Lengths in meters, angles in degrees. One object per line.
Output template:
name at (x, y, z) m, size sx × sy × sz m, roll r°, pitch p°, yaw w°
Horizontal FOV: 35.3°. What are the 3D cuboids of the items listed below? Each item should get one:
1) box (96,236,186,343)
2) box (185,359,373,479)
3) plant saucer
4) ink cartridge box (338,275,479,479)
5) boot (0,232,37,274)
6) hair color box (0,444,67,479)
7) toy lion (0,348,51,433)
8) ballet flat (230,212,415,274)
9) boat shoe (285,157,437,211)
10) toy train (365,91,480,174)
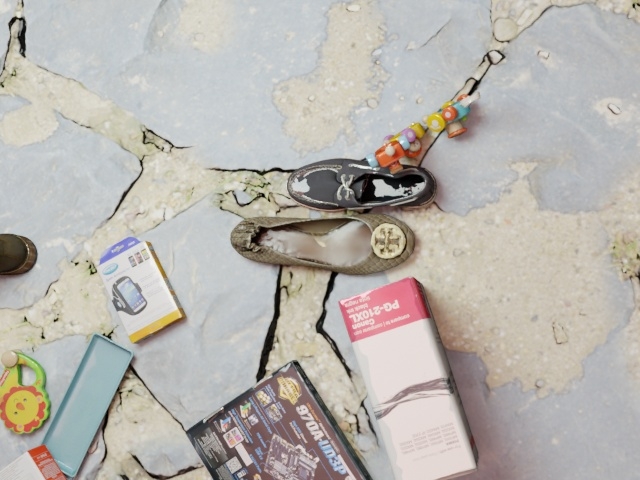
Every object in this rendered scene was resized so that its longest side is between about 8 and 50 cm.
box at (-0.251, 0.065, 1.390) m, size 0.081 × 0.028 × 0.136 m, roll -28°, pitch 78°, yaw 6°
box at (-0.048, 0.295, 1.318) m, size 0.175 × 0.051 × 0.220 m, roll -35°, pitch 80°, yaw 4°
plant saucer at (-0.324, 0.226, 1.390) m, size 0.067 × 0.018 × 0.192 m, roll 25°, pitch 88°, yaw 12°
ink cartridge box at (0.113, 0.174, 1.242) m, size 0.100 × 0.172 × 0.237 m, roll -19°, pitch 82°, yaw 8°
boot at (-0.519, 0.025, 1.398) m, size 0.219 × 0.106 × 0.082 m, roll -12°, pitch 82°, yaw 8°
hair color box at (-0.373, 0.373, 1.356) m, size 0.093 × 0.053 × 0.167 m, roll -36°, pitch 82°, yaw 11°
toy lion at (-0.417, 0.215, 1.402) m, size 0.096 × 0.034 × 0.100 m, roll 28°, pitch 89°, yaw 4°
ballet flat at (0.000, 0.000, 1.337) m, size 0.249 × 0.058 × 0.084 m, roll 4°, pitch 85°, yaw 10°
boat shoe at (0.051, -0.077, 1.333) m, size 0.206 × 0.065 × 0.075 m, roll 2°, pitch 85°, yaw 10°
toy train at (0.137, -0.132, 1.301) m, size 0.166 × 0.125 × 0.046 m, roll -30°, pitch 100°, yaw 1°
